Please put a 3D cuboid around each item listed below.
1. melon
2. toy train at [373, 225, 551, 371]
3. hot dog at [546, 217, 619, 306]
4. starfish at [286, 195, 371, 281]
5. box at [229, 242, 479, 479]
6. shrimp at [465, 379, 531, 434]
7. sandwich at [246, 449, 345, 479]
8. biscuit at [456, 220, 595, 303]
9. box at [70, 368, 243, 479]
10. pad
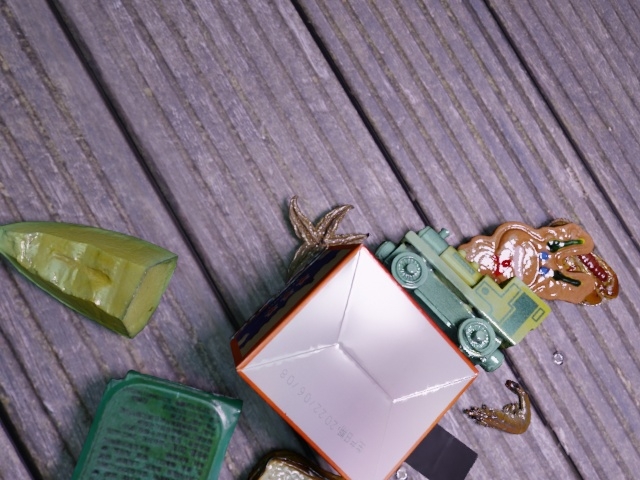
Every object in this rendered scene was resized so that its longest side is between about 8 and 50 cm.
[{"bbox_3d":[-0.480,0.049,0.934,0.323,0.124,0.196,25,77,-1],"label":"melon"},{"bbox_3d":[0.297,0.109,1.039,0.237,0.150,0.369,-40,79,-16],"label":"toy train"},{"bbox_3d":[0.658,0.058,1.174,0.131,0.069,0.252,-36,89,-13],"label":"hot dog"},{"bbox_3d":[0.000,0.000,1.068,0.227,0.043,0.240,-31,95,-16],"label":"starfish"},{"bbox_3d":[0.050,0.232,0.922,0.318,0.257,0.348,-45,98,-9],"label":"box"},{"bbox_3d":[0.435,0.393,1.101,0.178,0.034,0.124,19,76,-9],"label":"shrimp"},{"bbox_3d":[-0.038,0.604,0.948,0.301,0.099,0.271,26,73,-3],"label":"sandwich"},{"bbox_3d":[0.497,0.055,1.115,0.334,0.047,0.202,2,90,3],"label":"biscuit"},{"bbox_3d":[-0.332,0.444,0.911,0.264,0.106,0.336,19,79,-7],"label":"box"},{"bbox_3d":[0.268,0.496,1.068,0.193,0.004,0.116,37,77,-4],"label":"pad"}]
